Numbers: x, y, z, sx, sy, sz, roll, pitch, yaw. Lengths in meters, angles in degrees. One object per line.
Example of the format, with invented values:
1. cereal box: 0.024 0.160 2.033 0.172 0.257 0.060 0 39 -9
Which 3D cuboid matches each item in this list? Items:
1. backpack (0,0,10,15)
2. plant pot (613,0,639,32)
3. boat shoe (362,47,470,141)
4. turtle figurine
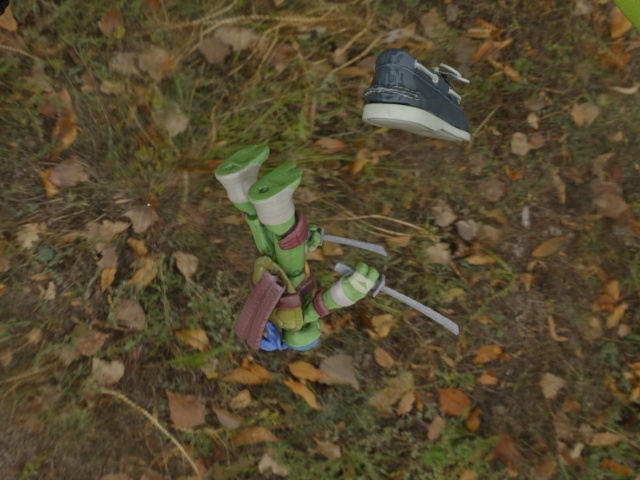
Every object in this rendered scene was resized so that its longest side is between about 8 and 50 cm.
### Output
1. backpack: -0.173 -0.205 0.319 0.166 0.144 0.188 -33 72 3
2. plant pot: 0.239 -0.274 0.428 0.207 0.228 0.227 28 71 -26
3. boat shoe: 0.112 -0.157 0.879 0.095 0.254 0.079 10 96 27
4. turtle figurine: 0.000 0.000 0.995 0.274 0.198 0.266 -15 125 11
